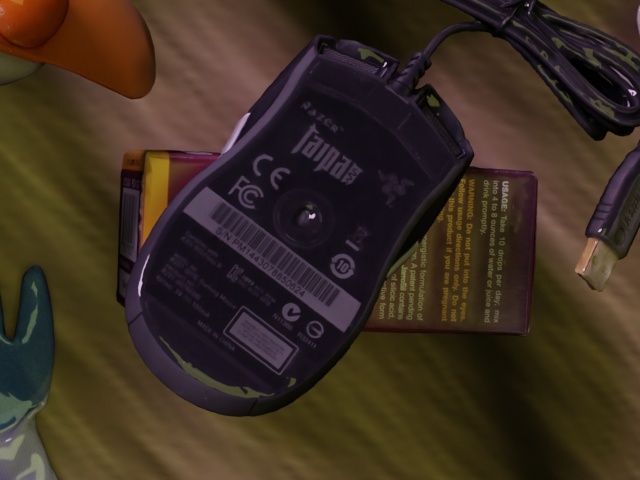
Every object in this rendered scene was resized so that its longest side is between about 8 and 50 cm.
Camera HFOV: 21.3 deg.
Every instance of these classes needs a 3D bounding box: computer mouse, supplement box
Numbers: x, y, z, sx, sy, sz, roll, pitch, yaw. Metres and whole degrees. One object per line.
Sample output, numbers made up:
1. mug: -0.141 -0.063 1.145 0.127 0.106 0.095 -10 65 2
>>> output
1. computer mouse: 0.039 -0.012 0.751 0.184 0.060 0.262 32 68 -4
2. supplement box: 0.000 0.000 0.827 0.188 0.104 0.081 2 93 -12

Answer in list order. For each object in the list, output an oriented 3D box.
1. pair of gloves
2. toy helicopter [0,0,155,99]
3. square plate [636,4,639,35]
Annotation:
1. pair of gloves: -0.221 0.079 0.826 0.198 0.023 0.159 -15 97 -12
2. toy helicopter: -0.201 -0.062 0.651 0.234 0.355 0.140 -15 97 6
3. square plate: 0.366 -0.017 0.935 0.347 0.049 0.344 -19 97 -11
